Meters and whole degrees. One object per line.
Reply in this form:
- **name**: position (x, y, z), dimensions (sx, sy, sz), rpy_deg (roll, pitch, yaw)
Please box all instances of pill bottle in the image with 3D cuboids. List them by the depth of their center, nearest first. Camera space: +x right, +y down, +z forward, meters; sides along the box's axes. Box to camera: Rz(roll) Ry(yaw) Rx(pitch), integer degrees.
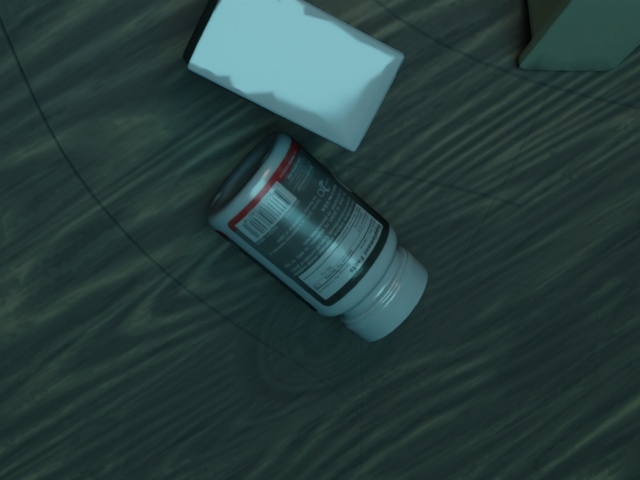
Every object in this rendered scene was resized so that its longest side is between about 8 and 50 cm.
- **pill bottle**: position (0.000, 0.000, 1.282), dimensions (0.283, 0.161, 0.161), rpy_deg (40, 93, -17)

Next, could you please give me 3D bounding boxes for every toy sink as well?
- **toy sink**: position (0.369, -0.339, 1.271), dimensions (0.152, 0.234, 0.131), rpy_deg (-1, 74, -9)

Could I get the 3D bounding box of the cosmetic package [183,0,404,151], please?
- **cosmetic package**: position (-0.044, -0.231, 1.186), dimensions (0.224, 0.225, 0.138), rpy_deg (25, 97, -14)
